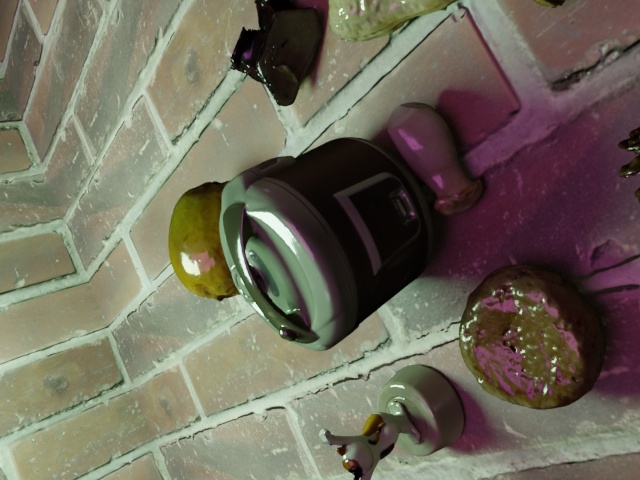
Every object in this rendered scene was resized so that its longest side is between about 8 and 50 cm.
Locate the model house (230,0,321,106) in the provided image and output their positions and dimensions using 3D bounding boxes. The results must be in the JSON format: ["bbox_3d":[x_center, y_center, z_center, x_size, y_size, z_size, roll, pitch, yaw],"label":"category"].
[{"bbox_3d":[-0.096,-0.409,1.177,0.203,0.141,0.164,-59,36,17],"label":"model house"}]

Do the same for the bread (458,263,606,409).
[{"bbox_3d":[0.334,0.150,0.894,0.229,0.123,0.230,11,107,41],"label":"bread"}]

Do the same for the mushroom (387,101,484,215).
[{"bbox_3d":[0.191,-0.142,0.960,0.088,0.097,0.213,-31,82,41],"label":"mushroom"}]

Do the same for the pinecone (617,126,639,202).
[{"bbox_3d":[0.452,-0.091,0.636,0.207,0.207,0.208,18,117,42],"label":"pinecone"}]

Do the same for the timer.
[{"bbox_3d":[0.128,0.366,1.080,0.175,0.266,0.175,19,117,42],"label":"timer"}]

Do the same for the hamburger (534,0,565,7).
[{"bbox_3d":[0.290,-0.438,0.725,0.124,0.130,0.262,-159,60,-64],"label":"hamburger"}]

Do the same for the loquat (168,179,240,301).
[{"bbox_3d":[-0.236,-0.002,1.353,0.276,0.275,0.284,-12,92,48],"label":"loquat"}]

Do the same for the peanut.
[{"bbox_3d":[0.137,-0.418,0.895,0.313,0.149,0.149,-6,99,48],"label":"peanut"}]

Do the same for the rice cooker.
[{"bbox_3d":[0.000,0.000,1.009,0.335,0.325,0.335,34,140,34],"label":"rice cooker"}]
